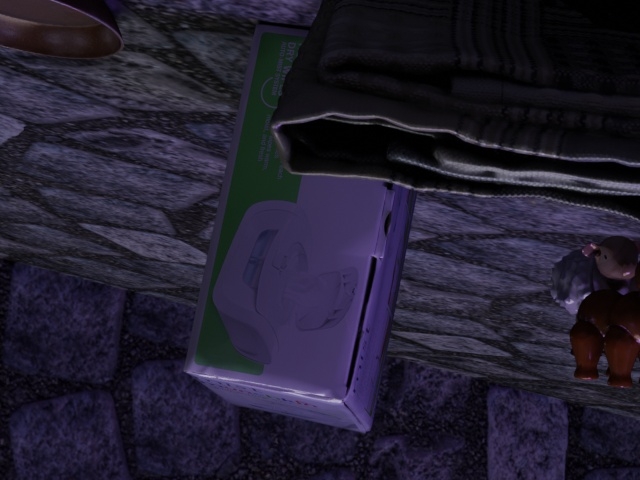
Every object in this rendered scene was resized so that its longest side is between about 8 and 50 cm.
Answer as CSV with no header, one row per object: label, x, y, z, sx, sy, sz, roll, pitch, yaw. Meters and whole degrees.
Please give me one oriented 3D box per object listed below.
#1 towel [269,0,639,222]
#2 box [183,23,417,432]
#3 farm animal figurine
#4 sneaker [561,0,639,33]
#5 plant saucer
towel,0.152,-0.095,0.759,0.312,0.056,0.324,9,-151,3
box,0.000,0.000,1.329,0.127,0.262,0.231,10,171,9
farm animal figurine,0.364,0.030,1.419,0.330,0.172,0.327,3,-178,2
sneaker,0.183,-0.135,0.695,0.296,0.147,0.104,16,169,-24
plant saucer,-0.224,-0.173,1.282,0.168,0.029,0.168,11,171,2
